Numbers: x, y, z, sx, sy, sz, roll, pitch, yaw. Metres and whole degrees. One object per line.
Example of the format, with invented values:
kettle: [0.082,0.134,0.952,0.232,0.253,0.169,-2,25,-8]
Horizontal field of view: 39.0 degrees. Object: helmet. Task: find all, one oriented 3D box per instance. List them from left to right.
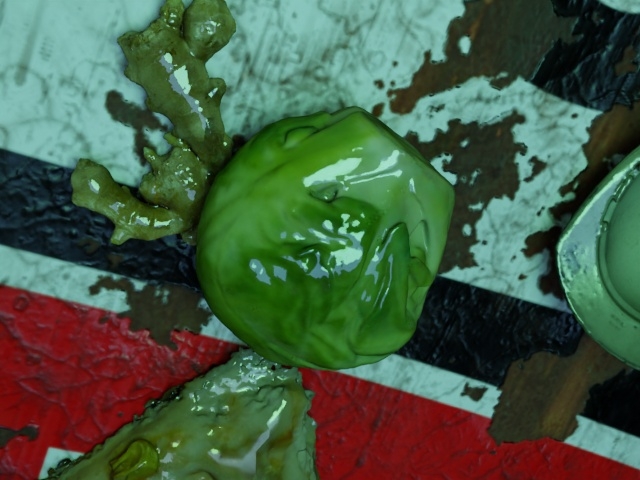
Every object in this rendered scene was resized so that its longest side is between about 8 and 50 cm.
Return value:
helmet: [0.357,-0.002,0.849,0.258,0.137,0.204,-35,80,20]

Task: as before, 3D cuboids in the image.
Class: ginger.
ginger: [-0.119,-0.087,0.738,0.193,0.052,0.176,-35,118,5]

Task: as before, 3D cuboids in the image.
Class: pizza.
pizza: [-0.134,0.350,0.902,0.435,0.080,0.391,-31,116,2]

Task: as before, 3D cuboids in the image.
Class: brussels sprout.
brussels sprout: [0.000,0.000,0.741,0.223,0.161,0.223,-4,106,-15]
